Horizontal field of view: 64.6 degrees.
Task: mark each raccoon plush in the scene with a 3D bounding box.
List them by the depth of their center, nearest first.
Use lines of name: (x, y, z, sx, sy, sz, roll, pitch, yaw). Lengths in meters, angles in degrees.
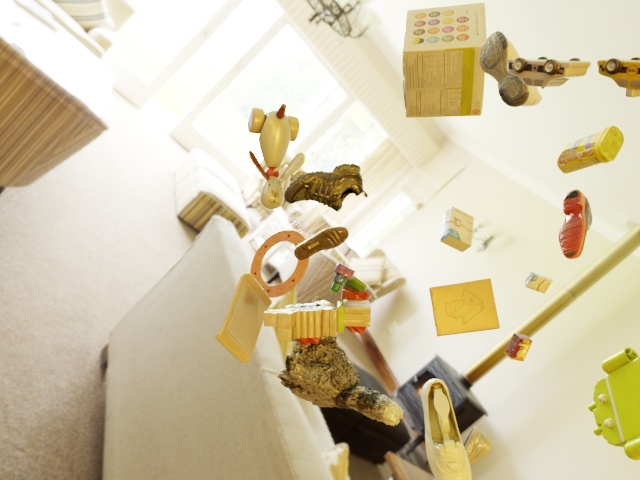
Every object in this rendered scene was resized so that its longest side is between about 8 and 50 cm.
raccoon plush: (0.077, 0.381, 1.626, 0.446, 0.299, 0.216, 23, -34, 7)

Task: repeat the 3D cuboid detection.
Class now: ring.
ring: (-0.186, 0.107, 2.337, 0.032, 0.336, 0.336, 36, 13, -47)

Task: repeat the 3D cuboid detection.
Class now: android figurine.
android figurine: (0.739, 0.389, 1.209, 0.056, 0.273, 0.248, 12, 54, -7)

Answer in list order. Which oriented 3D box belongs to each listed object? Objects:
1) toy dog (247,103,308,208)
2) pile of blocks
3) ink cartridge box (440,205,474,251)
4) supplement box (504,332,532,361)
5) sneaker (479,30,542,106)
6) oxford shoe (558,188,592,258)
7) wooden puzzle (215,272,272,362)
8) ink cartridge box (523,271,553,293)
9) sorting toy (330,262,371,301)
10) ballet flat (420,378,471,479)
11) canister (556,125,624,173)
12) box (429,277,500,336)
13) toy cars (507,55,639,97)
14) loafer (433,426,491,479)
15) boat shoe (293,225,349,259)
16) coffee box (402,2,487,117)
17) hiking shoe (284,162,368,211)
toy dog: (-0.128, -0.281, 1.557, 0.333, 0.220, 0.161, 69, -24, 9)
pile of blocks: (-0.005, 0.256, 1.562, 0.362, 0.112, 0.149, -1, 6, -22)
ink cartridge box: (0.441, -0.038, 1.633, 0.088, 0.052, 0.122, 25, 54, -13)
supplement box: (0.678, 0.366, 1.733, 0.055, 0.083, 0.043, 13, 15, -16)
sneaker: (0.608, -0.540, 1.625, 0.129, 0.111, 0.297, 3, 63, -36)
oxford shoe: (0.883, -0.045, 1.722, 0.098, 0.271, 0.097, 30, -28, -20)
wooden puzzle: (-0.252, 0.256, 1.671, 0.044, 0.238, 0.221, 6, -32, 25)
ink cartridge box: (0.695, 0.136, 1.604, 0.083, 0.048, 0.028, 19, 21, -8)
sorting toy: (0.086, 0.193, 1.800, 0.127, 0.126, 0.365, 25, -13, 19)
ballet flat: (0.429, 0.673, 1.759, 0.139, 0.139, 0.400, 37, 38, -49)
canister: (0.865, -0.287, 1.633, 0.073, 0.126, 0.170, 42, -21, -12)
box: (0.467, 0.218, 1.653, 0.021, 0.201, 0.164, 37, 45, -80)
toy cars: (0.654, -0.395, 1.223, 0.394, 0.087, 0.176, 8, 23, 19)
loafer: (0.592, 0.939, 2.181, 0.111, 0.319, 0.112, 45, 0, 13)
boat shoe: (0.000, 0.000, 1.648, 0.072, 0.190, 0.068, -101, 170, -79)
coffee box: (0.537, -0.777, 2.208, 0.338, 0.334, 0.337, 74, 22, -50)
hiking shoe: (0.012, -0.131, 1.387, 0.086, 0.227, 0.114, 53, 19, -69)
